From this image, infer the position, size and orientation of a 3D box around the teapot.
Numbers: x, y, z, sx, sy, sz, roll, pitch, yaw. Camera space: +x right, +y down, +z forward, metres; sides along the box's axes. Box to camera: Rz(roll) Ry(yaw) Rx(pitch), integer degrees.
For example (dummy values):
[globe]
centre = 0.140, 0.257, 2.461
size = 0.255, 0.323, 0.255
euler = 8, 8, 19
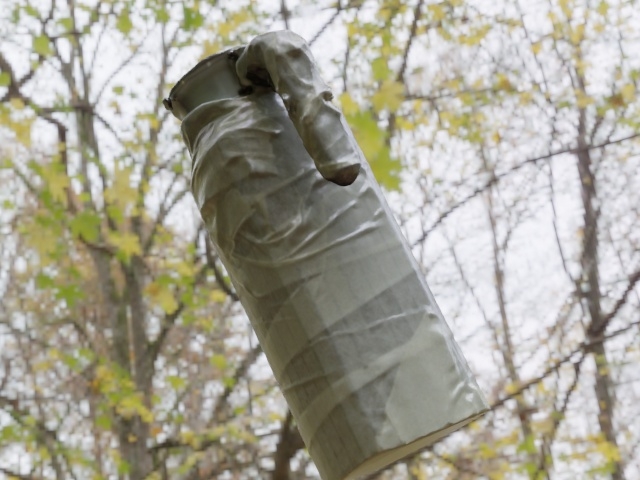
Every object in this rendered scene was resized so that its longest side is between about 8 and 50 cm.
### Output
[teapot]
centre = 0.000, 0.000, 0.518
size = 0.077, 0.200, 0.107
euler = -19, -17, -23
